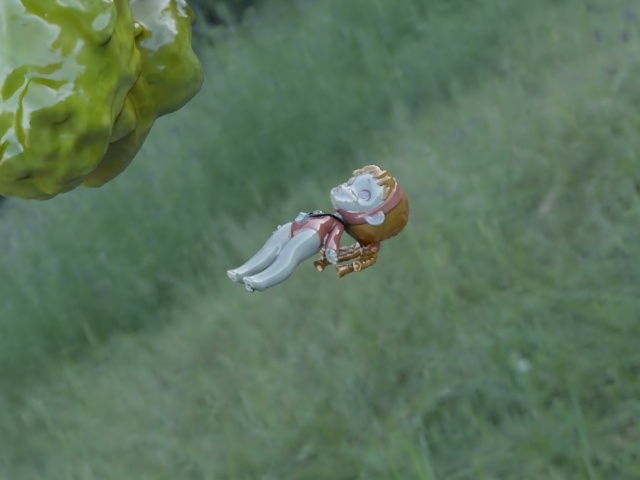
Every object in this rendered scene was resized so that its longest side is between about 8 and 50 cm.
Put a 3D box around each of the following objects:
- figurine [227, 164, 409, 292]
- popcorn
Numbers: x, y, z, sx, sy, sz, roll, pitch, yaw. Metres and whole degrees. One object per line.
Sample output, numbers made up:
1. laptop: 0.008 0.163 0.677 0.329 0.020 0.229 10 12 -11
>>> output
1. figurine: 0.000 0.000 0.881 0.109 0.047 0.064 -31 30 -26
2. popcorn: -0.178 -0.119 0.985 0.197 0.198 0.155 -14 -1 24
